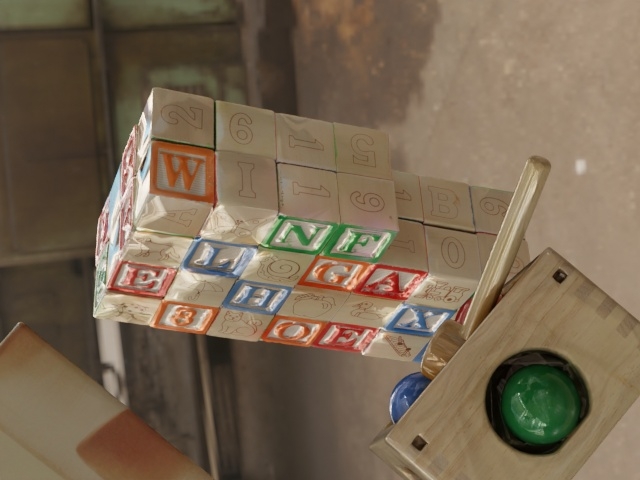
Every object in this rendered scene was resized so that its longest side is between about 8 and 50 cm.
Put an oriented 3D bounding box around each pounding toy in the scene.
[{"bbox_3d":[0.083,0.055,0.582,0.100,0.130,0.141,40,171,6],"label":"pounding toy"}]

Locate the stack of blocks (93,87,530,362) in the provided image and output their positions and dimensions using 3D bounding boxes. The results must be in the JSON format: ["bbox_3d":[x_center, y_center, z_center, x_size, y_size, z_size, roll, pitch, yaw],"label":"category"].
[{"bbox_3d":[0.000,0.000,0.937,0.171,0.297,0.087,124,149,-51],"label":"stack of blocks"}]

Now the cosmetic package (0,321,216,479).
[{"bbox_3d":[-0.116,0.201,0.780,0.296,0.129,0.153,41,152,-6],"label":"cosmetic package"}]
